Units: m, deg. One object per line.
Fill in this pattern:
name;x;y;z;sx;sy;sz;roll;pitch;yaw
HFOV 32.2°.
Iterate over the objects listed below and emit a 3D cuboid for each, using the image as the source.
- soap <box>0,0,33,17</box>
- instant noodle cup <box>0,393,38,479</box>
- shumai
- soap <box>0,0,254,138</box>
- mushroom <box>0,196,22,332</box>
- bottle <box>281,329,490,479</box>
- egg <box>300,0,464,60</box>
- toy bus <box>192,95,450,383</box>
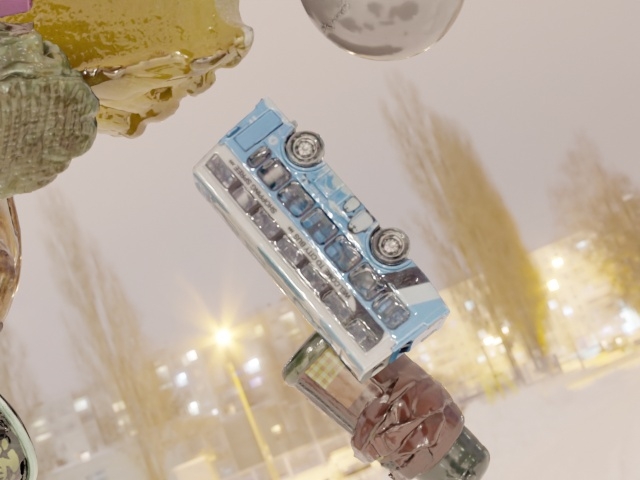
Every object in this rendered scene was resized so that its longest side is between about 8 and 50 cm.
soap;-0.324;-0.352;1.026;0.081;0.181;0.259;-17;-25;-24
instant noodle cup;-0.428;0.240;1.072;0.215;0.215;0.236;-33;10;46
shumai;-0.338;-0.142;1.147;0.184;0.142;0.184;-33;-36;-28
soap;-0.297;-0.238;1.253;0.338;0.169;0.304;6;-21;-38
mushroom;-0.503;0.012;1.535;0.259;0.345;0.345;3;-5;14
bottle;0.086;0.211;1.371;0.143;0.271;0.156;-49;-5;8
egg;0.050;-0.235;0.968;0.146;0.146;0.199;-22;29;-3
toy bus;0.000;0.000;1.164;0.131;0.297;0.106;-40;-12;-9
